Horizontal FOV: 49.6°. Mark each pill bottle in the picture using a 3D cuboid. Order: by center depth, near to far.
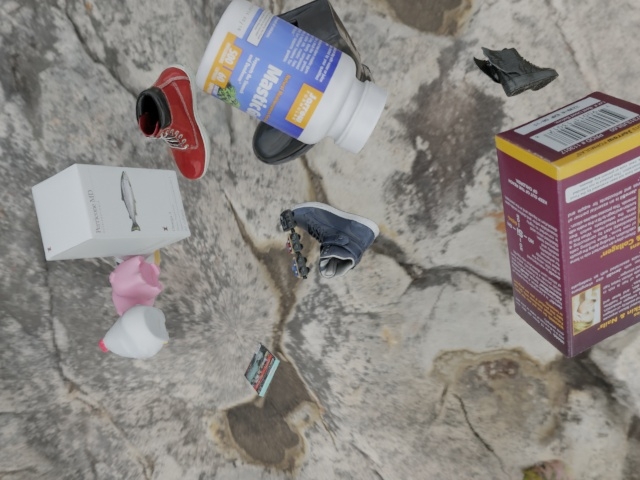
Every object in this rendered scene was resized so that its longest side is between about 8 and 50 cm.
[{"bbox_3d":[-0.040,-0.242,1.067,0.272,0.152,0.152,26,80,-8],"label":"pill bottle"}]

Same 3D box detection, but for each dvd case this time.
[{"bbox_3d":[-0.131,0.282,1.525,0.013,0.119,0.087,25,90,-26],"label":"dvd case"}]

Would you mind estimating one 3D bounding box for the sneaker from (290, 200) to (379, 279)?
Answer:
[{"bbox_3d":[0.000,-0.001,1.589,0.226,0.086,0.163,14,50,23],"label":"sneaker"}]

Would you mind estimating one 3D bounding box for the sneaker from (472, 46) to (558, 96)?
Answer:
[{"bbox_3d":[0.344,-0.303,1.207,0.170,0.051,0.089,-21,78,-37],"label":"sneaker"}]

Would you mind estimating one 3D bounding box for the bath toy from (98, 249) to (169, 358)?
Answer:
[{"bbox_3d":[-0.369,0.078,1.340,0.129,0.151,0.348,-25,54,15],"label":"bath toy"}]

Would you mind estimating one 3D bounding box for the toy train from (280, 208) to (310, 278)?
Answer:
[{"bbox_3d":[-0.058,0.010,1.483,0.036,0.027,0.158,-25,74,34],"label":"toy train"}]

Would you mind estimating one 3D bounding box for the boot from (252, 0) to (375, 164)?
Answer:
[{"bbox_3d":[-0.068,-0.333,1.559,0.367,0.445,0.146,-37,81,10],"label":"boot"}]

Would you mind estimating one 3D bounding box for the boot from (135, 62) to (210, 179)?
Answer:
[{"bbox_3d":[-0.291,-0.198,1.345,0.088,0.176,0.244,4,127,14],"label":"boot"}]

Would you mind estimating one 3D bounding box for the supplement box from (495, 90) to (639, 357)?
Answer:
[{"bbox_3d":[0.217,-0.011,0.570,0.104,0.081,0.188,-23,123,-12],"label":"supplement box"}]

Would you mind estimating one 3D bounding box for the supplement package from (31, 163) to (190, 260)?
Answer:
[{"bbox_3d":[-0.289,-0.039,0.969,0.105,0.179,0.105,-19,82,33],"label":"supplement package"}]
